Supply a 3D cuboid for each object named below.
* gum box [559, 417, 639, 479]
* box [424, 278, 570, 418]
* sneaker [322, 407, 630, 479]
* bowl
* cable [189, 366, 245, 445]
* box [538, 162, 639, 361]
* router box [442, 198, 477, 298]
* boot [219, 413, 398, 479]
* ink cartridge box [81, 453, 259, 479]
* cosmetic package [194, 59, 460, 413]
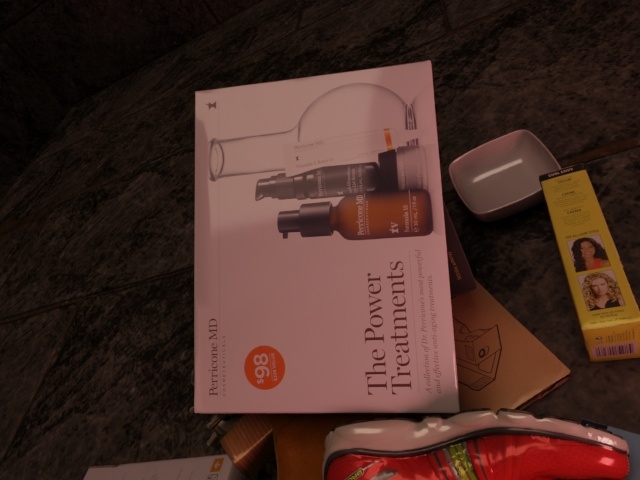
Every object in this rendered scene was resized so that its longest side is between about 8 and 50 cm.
[{"bbox_3d":[0.275,0.242,0.348,0.157,0.041,0.184,-56,18,-19],"label":"gum box"},{"bbox_3d":[0.179,0.142,0.578,0.164,0.021,0.201,-36,40,2],"label":"box"},{"bbox_3d":[0.137,0.229,0.418,0.278,0.107,0.119,-14,57,19],"label":"sneaker"},{"bbox_3d":[0.283,-0.092,0.691,0.142,0.053,0.142,-24,43,15],"label":"bowl"},{"bbox_3d":[-0.078,0.188,0.684,0.287,0.072,0.139,-40,65,-13],"label":"cable"},{"bbox_3d":[0.322,0.019,0.539,0.058,0.087,0.233,-16,47,27],"label":"box"},{"bbox_3d":[0.039,-0.038,0.617,0.242,0.081,0.309,-21,80,7],"label":"router box"},{"bbox_3d":[0.035,0.259,0.521,0.211,0.104,0.295,-37,51,-19],"label":"boot"},{"bbox_3d":[-0.245,0.436,0.553,0.307,0.072,0.304,-20,37,28],"label":"ink cartridge box"},{"bbox_3d":[0.000,0.000,0.527,0.284,0.097,0.378,-5,81,12],"label":"cosmetic package"}]
